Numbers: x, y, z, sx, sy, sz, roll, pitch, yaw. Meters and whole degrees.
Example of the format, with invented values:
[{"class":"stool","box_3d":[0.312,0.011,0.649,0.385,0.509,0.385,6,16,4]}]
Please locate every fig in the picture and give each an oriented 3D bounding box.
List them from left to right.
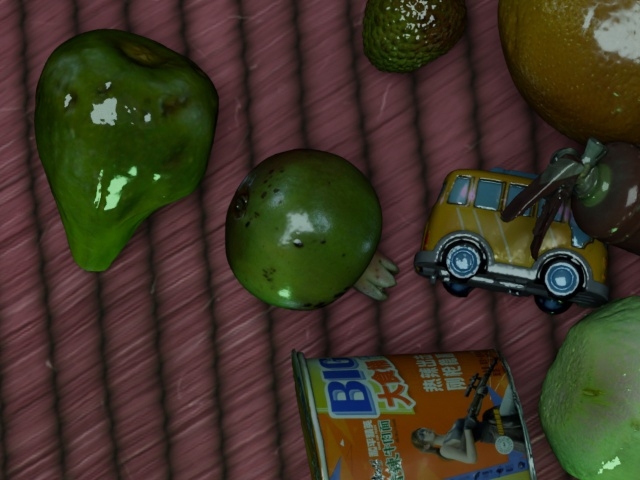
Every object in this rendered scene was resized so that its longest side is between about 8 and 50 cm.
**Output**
[{"class":"fig","box_3d":[-0.229,-0.083,1.925,0.206,0.206,0.275,25,113,6]}]

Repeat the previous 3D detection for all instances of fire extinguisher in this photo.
[{"class":"fire extinguisher","box_3d":[0.335,-0.013,1.808,0.337,0.106,0.147,19,106,-28]}]

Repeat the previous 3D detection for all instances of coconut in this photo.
[{"class":"coconut","box_3d":[0.354,0.166,1.834,0.236,0.204,0.235,6,73,-21]}]

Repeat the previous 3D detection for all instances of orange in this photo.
[{"class":"orange","box_3d":[0.307,-0.223,1.831,0.264,0.264,0.264,0,88,5]}]

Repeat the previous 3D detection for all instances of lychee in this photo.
[{"class":"lychee","box_3d":[0.104,-0.245,1.917,0.114,0.114,0.146,41,112,6]}]

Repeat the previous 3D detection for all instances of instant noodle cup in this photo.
[{"class":"instant noodle cup","box_3d":[0.099,0.236,1.827,0.214,0.296,0.296,-10,87,-3]}]

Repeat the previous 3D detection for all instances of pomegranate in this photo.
[{"class":"pomegranate","box_3d":[0.000,0.000,1.900,0.210,0.180,0.180,31,91,-24]}]

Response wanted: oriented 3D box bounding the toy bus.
[{"class":"toy bus","box_3d":[0.212,-0.003,1.893,0.210,0.126,0.136,11,80,6]}]
